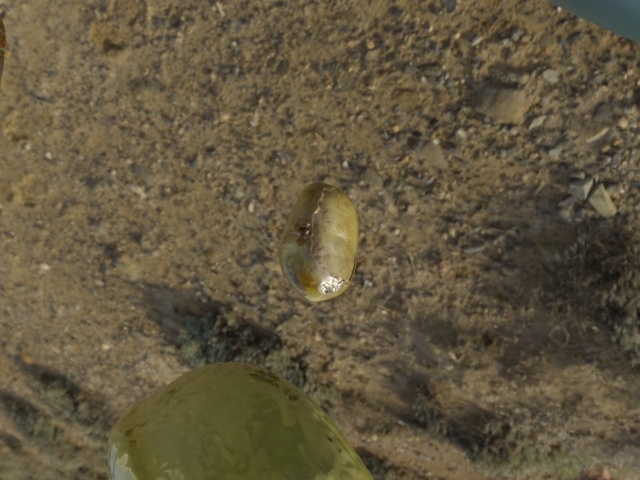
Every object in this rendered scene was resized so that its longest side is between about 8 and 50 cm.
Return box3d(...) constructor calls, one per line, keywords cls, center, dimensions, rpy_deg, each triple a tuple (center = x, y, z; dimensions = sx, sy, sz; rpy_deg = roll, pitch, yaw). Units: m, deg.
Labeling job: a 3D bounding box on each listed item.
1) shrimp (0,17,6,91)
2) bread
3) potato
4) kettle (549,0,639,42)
box3d(cls="shrimp", center=(-0.526, -0.204, 0.932), dimensions=(0.262, 0.197, 0.051), rpy_deg=(-33, 149, 32))
box3d(cls="bread", center=(-0.051, 0.262, 0.550), dimensions=(0.320, 0.237, 0.320), rpy_deg=(38, 141, 39))
box3d(cls="potato", center=(0.000, 0.000, 0.800), dimensions=(0.080, 0.170, 0.107), rpy_deg=(-18, 138, 35))
box3d(cls="kettle", center=(0.239, -0.312, 0.449), dimensions=(0.342, 0.247, 0.319), rpy_deg=(33, 148, 28))
